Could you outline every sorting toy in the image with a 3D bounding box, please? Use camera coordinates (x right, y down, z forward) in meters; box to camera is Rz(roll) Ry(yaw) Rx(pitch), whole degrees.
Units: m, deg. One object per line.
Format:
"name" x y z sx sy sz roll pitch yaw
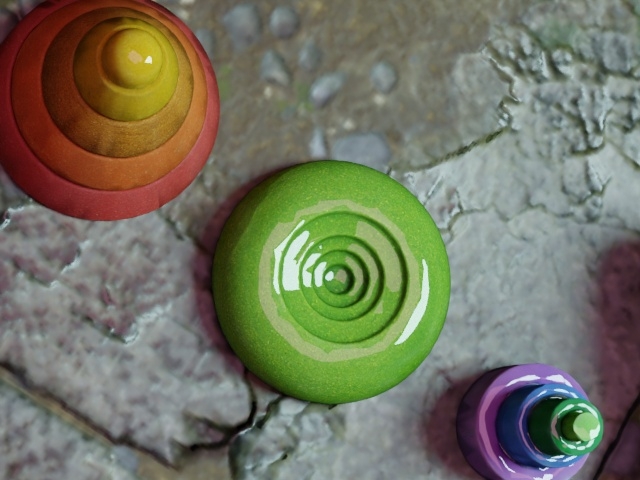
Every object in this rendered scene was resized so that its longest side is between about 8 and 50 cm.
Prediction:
"sorting toy" 0.000 0.000 0.810 0.365 0.126 0.127 38 76 -7
